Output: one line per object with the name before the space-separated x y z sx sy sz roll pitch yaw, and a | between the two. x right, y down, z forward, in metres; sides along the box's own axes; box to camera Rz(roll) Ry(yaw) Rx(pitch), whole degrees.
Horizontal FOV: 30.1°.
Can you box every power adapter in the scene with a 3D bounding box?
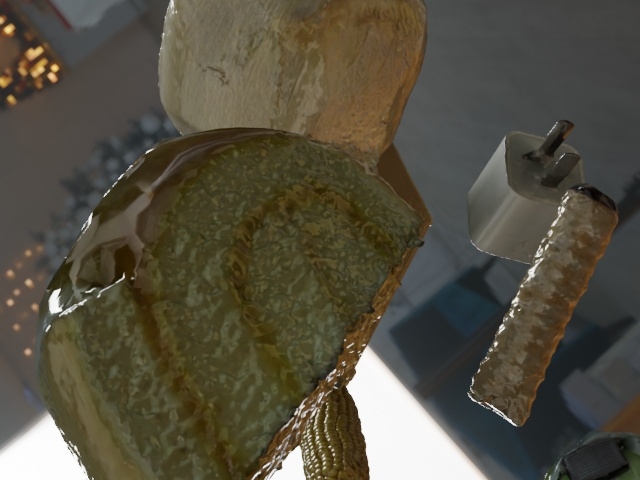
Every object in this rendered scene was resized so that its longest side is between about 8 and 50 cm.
power adapter | 0.304 -0.080 1.669 0.125 0.130 0.205 14 141 -12

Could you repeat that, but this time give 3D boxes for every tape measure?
tape measure | 0.229 0.225 0.851 0.200 0.106 0.175 60 -173 -40

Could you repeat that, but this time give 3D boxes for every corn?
corn | 0.017 0.278 1.646 0.106 0.106 0.293 53 -173 -23

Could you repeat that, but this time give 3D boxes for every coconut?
coconut | -0.037 -0.262 1.561 0.346 0.346 0.360 42 134 40

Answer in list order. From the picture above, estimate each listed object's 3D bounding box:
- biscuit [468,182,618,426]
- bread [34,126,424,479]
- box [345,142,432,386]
biscuit | 0.199 0.055 1.045 0.061 0.219 0.055 27 -176 13
bread | -0.112 0.085 1.030 0.264 0.395 0.239 36 141 5
box | 0.000 0.000 1.893 0.177 0.344 0.352 15 151 37
